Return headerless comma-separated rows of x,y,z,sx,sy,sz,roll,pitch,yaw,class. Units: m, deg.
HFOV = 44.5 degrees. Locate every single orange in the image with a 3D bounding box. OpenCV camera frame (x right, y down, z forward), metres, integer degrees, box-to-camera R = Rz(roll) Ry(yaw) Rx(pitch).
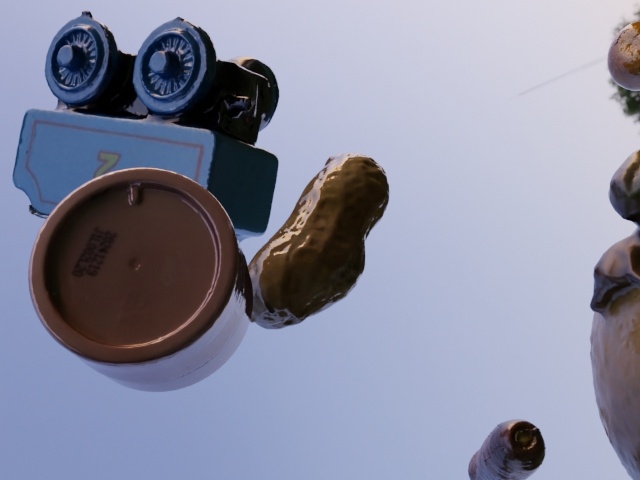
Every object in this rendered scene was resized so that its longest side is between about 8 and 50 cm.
0.392,-0.224,0.956,0.070,0.083,0.083,16,-120,-48,orange

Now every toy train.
-0.197,-0.117,0.932,0.188,0.300,0.265,12,-92,-63,toy train

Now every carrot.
0.202,0.245,0.866,0.186,0.060,0.060,95,177,-61,carrot

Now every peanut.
0.000,0.000,0.760,0.099,0.100,0.214,46,-125,-28,peanut

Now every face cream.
-0.129,0.032,0.590,0.104,0.149,0.149,86,178,-69,face cream

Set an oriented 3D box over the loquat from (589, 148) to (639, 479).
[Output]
0.347,0.067,0.585,0.359,0.328,0.328,44,-141,-5,loquat
